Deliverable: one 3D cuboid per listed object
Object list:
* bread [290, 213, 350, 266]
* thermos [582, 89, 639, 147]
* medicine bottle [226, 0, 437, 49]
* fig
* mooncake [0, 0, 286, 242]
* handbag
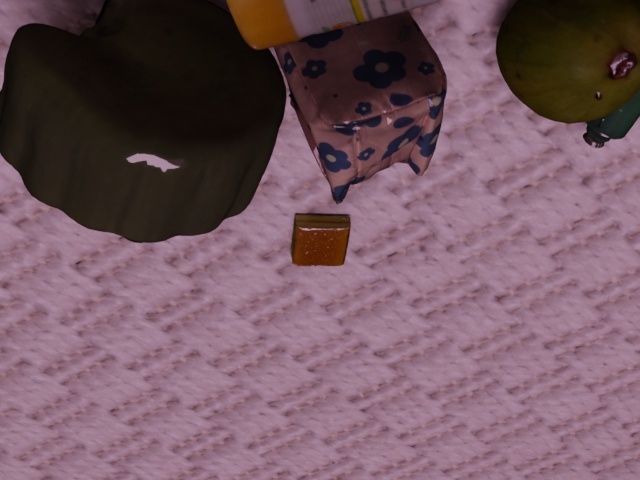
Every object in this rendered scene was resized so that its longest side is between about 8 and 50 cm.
[{"bbox_3d":[0.000,0.000,1.832,0.090,0.035,0.094,1,137,-7],"label":"bread"},{"bbox_3d":[0.432,-0.203,1.613,0.073,0.083,0.187,19,135,-7],"label":"thermos"},{"bbox_3d":[0.001,-0.358,1.293,0.232,0.237,0.238,-13,137,8],"label":"medicine bottle"},{"bbox_3d":[0.337,-0.238,1.469,0.203,0.225,0.203,-3,114,-7],"label":"fig"},{"bbox_3d":[-0.213,-0.157,1.410,0.351,0.351,0.187,11,132,-16],"label":"mooncake"},{"bbox_3d":[0.047,-0.192,1.472,0.190,0.251,0.193,-17,146,-12],"label":"handbag"}]
